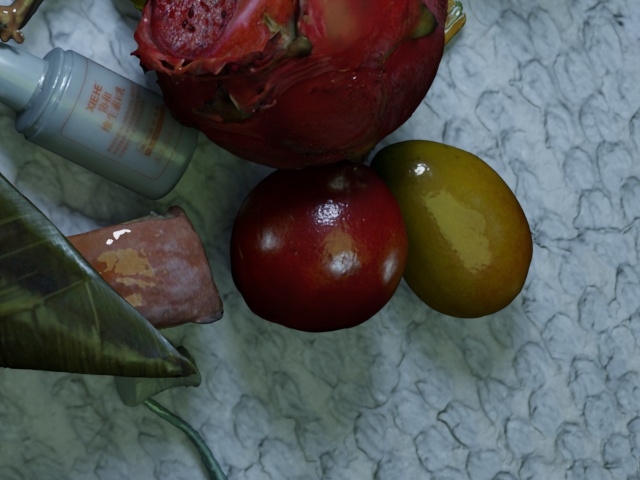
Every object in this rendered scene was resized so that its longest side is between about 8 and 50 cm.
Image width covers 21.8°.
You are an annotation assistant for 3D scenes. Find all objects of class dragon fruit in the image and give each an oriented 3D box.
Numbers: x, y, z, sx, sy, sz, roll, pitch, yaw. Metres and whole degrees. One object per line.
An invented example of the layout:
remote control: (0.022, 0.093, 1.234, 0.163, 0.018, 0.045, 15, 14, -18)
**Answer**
dragon fruit: (-0.025, -0.210, 1.600, 0.296, 0.302, 0.295, -3, 81, 17)

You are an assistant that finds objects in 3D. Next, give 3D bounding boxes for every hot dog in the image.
hot dog: (0.124, -0.227, 1.805, 0.083, 0.021, 0.037, -44, 104, -7)

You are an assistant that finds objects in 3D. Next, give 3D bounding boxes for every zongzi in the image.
zongzi: (-0.320, -0.044, 1.404, 0.432, 0.208, 0.403, 11, 137, 11)

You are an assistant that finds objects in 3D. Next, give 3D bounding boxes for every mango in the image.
mango: (0.143, -0.019, 1.804, 0.151, 0.120, 0.221, -32, 104, -12)

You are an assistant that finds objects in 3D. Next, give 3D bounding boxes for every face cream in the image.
face cream: (-0.247, -0.133, 1.626, 0.252, 0.101, 0.101, 27, 90, -25)

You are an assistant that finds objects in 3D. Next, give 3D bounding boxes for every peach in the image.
peach: (0.000, 0.000, 1.696, 0.197, 0.197, 0.197, -5, 103, -22)

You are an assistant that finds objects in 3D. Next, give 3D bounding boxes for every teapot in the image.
teapot: (-0.171, 0.135, 1.747, 0.083, 0.057, 0.067, -10, 76, -26)

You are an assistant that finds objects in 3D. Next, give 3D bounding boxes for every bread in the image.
bread: (-0.219, 0.045, 1.637, 0.244, 0.190, 0.123, -14, 93, -16)

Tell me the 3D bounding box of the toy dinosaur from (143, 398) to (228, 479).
toy dinosaur: (-0.067, 0.311, 1.784, 0.076, 0.129, 0.383, -33, 111, -22)

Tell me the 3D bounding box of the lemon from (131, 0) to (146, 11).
lemon: (-0.176, -0.267, 1.647, 0.062, 0.062, 0.083, -3, 103, -22)

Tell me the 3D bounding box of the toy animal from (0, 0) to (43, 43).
toy animal: (-0.226, -0.310, 1.578, 0.224, 0.066, 0.229, -11, 110, -28)
